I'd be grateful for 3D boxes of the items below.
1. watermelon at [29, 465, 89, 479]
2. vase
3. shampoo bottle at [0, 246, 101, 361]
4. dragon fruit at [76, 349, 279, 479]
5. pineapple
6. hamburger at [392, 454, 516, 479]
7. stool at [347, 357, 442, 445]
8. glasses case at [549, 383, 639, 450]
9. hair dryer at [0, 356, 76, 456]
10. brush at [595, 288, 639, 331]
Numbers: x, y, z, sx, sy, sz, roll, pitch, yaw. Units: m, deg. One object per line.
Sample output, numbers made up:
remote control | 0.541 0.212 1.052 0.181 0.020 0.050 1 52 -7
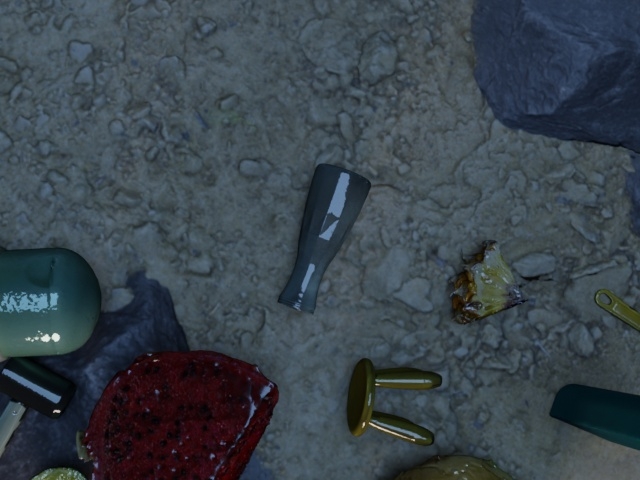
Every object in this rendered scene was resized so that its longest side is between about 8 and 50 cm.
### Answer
watermelon | -0.353 0.360 1.092 0.105 0.062 0.106 0 81 -1
vase | 0.000 0.000 1.171 0.086 0.086 0.214 20 87 -5
shampoo bottle | -0.468 0.086 1.049 0.349 0.151 0.222 -1 51 -9
dragon fruit | -0.199 0.269 1.094 0.205 0.152 0.317 35 89 17
pineapple | 0.256 0.069 1.203 0.116 0.069 0.137 21 80 -5
hamburger | 0.180 0.440 1.120 0.259 0.144 0.283 37 75 0
stool | 0.103 0.230 1.145 0.110 0.135 0.134 11 127 -10
glasses case | 0.435 0.249 1.092 0.117 0.301 0.070 24 80 -6
hair dryer | -0.429 0.262 1.104 0.100 0.057 0.198 32 90 -4
brush | 0.519 0.140 1.261 0.205 0.011 0.083 35 82 -3
